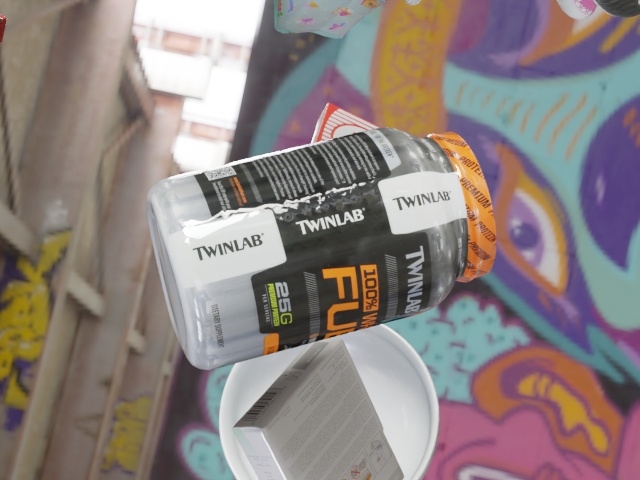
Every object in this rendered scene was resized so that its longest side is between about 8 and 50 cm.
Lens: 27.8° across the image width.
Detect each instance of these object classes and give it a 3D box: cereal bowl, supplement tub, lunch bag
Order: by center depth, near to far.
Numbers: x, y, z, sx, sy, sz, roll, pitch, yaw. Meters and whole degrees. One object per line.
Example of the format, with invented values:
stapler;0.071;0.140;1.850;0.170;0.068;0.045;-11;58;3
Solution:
supplement tub;0.000;0.000;1.371;0.207;0.338;0.207;165;90;-78
cereal bowl;0.021;0.286;2.019;0.141;0.339;0.339;63;-143;-69
lunch bag;0.013;-0.495;2.143;0.223;0.160;0.262;157;112;-65

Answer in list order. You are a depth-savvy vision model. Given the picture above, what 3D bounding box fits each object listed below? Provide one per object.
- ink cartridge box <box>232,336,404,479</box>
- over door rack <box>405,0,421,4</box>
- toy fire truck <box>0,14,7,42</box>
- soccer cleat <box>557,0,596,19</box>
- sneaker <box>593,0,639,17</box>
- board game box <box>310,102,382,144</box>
ink cartridge box;0.004;0.259;1.588;0.181;0.056;0.225;-46;-57;-40
over door rack;0.048;-0.343;1.288;0.239;0.324;0.108;92;168;-59
toy fire truck;-0.576;-0.350;2.051;0.192;0.135;0.047;-32;-37;-63
soccer cleat;0.363;-0.464;1.990;0.116;0.143;0.331;57;165;37
sneaker;0.254;-0.485;1.520;0.447;0.169;0.257;66;170;-28
board game box;0.077;-0.118;1.994;0.147;0.193;0.045;-75;12;-50
